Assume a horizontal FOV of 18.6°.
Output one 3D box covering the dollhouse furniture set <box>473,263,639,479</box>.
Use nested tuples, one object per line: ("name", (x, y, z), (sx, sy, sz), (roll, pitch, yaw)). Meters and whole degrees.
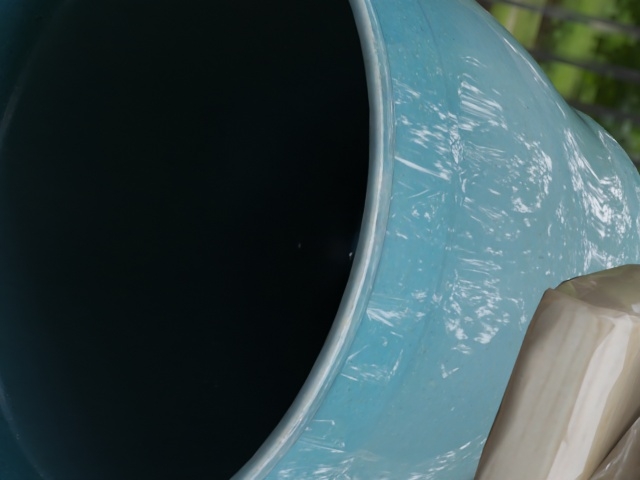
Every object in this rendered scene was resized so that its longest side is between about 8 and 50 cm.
("dollhouse furniture set", (0.218, 0.179, 0.463), (0.394, 0.362, 0.256), (-11, 122, -69))

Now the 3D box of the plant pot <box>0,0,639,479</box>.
("plant pot", (0.000, 0.000, 0.821), (0.255, 0.271, 0.271), (13, 94, -48))
